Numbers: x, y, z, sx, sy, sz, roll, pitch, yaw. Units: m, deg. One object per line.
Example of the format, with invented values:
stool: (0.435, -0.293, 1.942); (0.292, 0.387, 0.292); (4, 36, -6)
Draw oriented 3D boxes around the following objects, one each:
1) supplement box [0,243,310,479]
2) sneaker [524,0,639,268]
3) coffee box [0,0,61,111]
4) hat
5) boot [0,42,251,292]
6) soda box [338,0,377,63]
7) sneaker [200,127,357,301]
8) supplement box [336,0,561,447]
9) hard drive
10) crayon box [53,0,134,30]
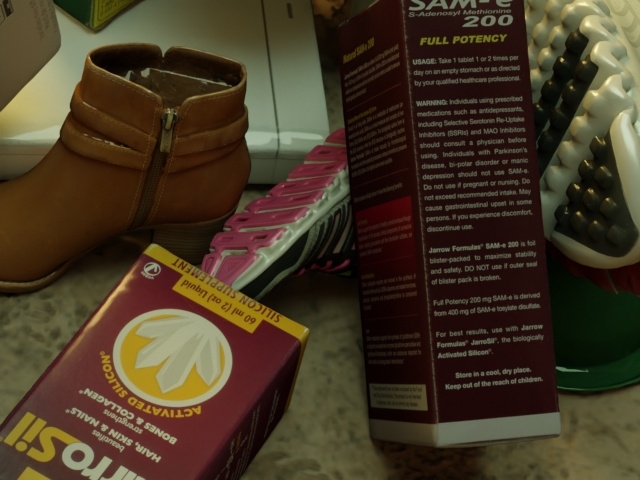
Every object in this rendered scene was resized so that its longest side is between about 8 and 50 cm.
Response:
supplement box: (-0.099, 0.106, 0.995); (0.104, 0.081, 0.188); (28, 52, 11)
sneaker: (0.162, -0.095, 1.068); (0.118, 0.110, 0.292); (15, 40, -20)
coffee box: (-0.379, -0.155, 0.937); (0.338, 0.337, 0.334); (35, 70, 16)
hat: (0.163, -0.027, 1.086); (0.208, 0.183, 0.173); (38, 56, 19)
boot: (-0.136, -0.047, 1.063); (0.197, 0.152, 0.073); (-6, 54, -16)
soda box: (0.158, -0.161, 1.253); (0.286, 0.091, 0.098); (-23, 59, -26)
sneaker: (0.000, 0.000, 1.099); (0.063, 0.075, 0.170); (-4, 30, 43)
supplement box: (0.066, -0.012, 1.022); (0.073, 0.130, 0.239); (-4, 88, -14)
hard drive: (-0.180, -0.136, 1.196); (0.353, 0.047, 0.233); (0, 51, -10)
crayon box: (-0.085, -0.301, 1.111); (0.081, 0.318, 0.202); (36, 53, 18)
